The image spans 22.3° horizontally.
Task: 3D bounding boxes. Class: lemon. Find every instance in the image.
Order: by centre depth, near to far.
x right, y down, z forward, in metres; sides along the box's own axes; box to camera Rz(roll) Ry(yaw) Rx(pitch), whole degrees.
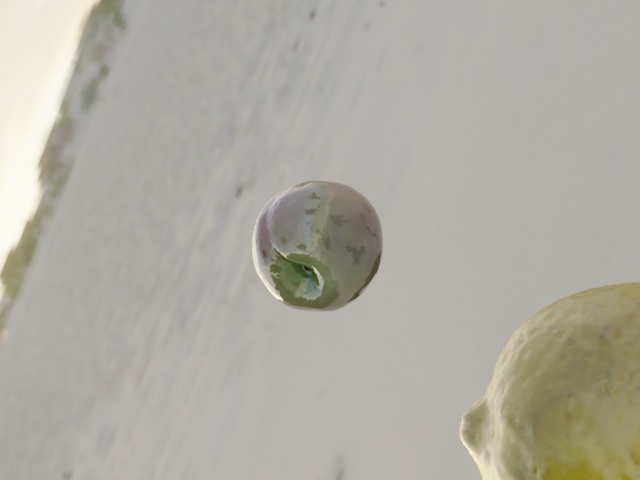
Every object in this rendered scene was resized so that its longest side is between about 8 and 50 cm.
[{"bbox_3d":[0.268,0.158,1.301,0.253,0.310,0.253,-4,-90,-89],"label":"lemon"}]

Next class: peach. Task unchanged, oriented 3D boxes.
[{"bbox_3d":[-0.001,0.002,0.987,0.083,0.083,0.083,-159,90,-87],"label":"peach"}]
